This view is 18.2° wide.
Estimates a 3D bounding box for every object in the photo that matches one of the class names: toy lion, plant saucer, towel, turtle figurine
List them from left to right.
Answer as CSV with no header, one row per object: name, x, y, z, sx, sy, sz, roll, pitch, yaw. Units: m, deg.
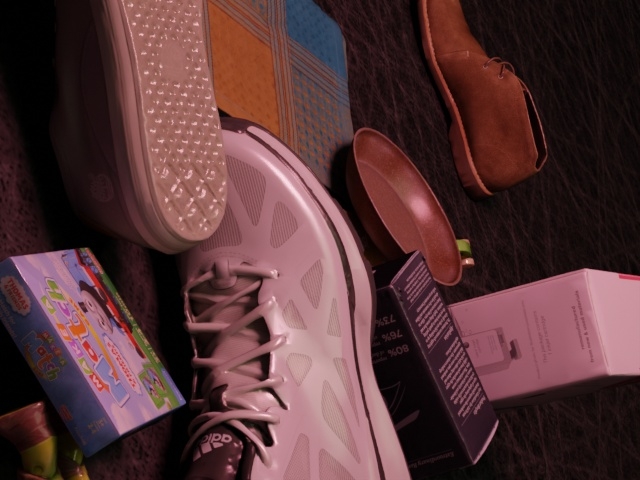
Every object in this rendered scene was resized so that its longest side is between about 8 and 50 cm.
turtle figurine,-0.191,0.228,1.514,0.269,0.087,0.217,-18,88,-65
towel,-0.078,-0.205,2.113,0.370,0.040,0.271,35,41,-48
plant saucer,0.083,-0.029,2.170,0.198,0.036,0.198,46,23,-27
toy lion,0.120,0.017,2.276,0.096,0.100,0.034,50,28,-73

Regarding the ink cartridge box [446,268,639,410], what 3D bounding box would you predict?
ink cartridge box,0.205,0.121,2.151,0.207,0.283,0.117,6,70,-62

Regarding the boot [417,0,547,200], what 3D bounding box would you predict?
boot,0.211,-0.213,2.599,0.112,0.115,0.305,0,70,-60

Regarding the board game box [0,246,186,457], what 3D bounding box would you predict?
board game box,-0.186,0.084,1.590,0.160,0.039,0.211,58,10,3

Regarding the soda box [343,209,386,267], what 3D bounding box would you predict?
soda box,0.000,0.000,2.091,0.181,0.058,0.061,20,53,-58

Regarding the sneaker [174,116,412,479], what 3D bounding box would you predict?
sneaker,-0.055,0.115,1.771,0.257,0.169,0.447,-31,102,-66

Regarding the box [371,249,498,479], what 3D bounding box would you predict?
box,0.063,0.138,2.009,0.207,0.153,0.108,66,25,-11

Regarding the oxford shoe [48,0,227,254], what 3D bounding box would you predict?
oxford shoe,-0.180,-0.205,1.757,0.169,0.130,0.449,4,78,-53
